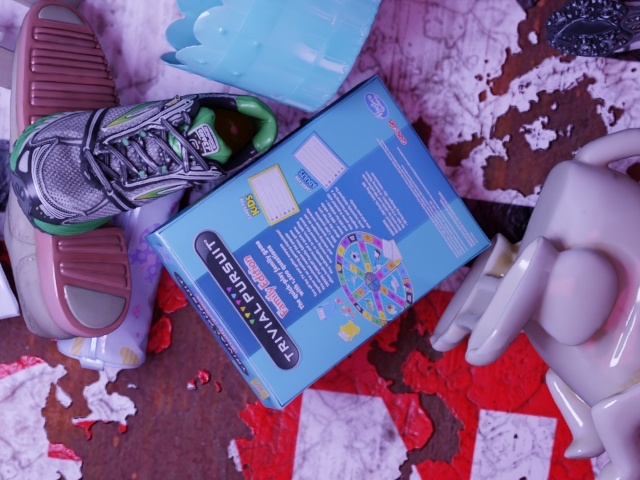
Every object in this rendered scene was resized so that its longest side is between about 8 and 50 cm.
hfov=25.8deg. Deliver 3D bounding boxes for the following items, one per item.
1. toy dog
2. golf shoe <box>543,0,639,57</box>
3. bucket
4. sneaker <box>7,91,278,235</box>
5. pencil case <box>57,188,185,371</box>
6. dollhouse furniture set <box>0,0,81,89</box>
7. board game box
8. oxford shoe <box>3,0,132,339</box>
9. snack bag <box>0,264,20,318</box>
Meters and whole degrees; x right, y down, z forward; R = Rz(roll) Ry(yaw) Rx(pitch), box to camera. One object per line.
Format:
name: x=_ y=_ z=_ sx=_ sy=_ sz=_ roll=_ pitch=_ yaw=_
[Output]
toy dog: x=0.394 y=0.108 z=1.687 sx=0.408 sy=0.284 sz=0.395 roll=33 pitch=78 yaw=-7
golf shoe: x=0.377 y=-0.259 z=1.712 sx=0.198 sy=0.094 sz=0.077 roll=-3 pitch=84 yaw=25
bucket: x=-0.049 y=-0.290 z=1.597 sx=0.183 sy=0.281 sz=0.281 roll=20 pitch=97 yaw=-17
sneaker: x=-0.192 y=-0.105 z=1.540 sx=0.343 sy=0.146 sz=0.134 roll=-26 pitch=98 yaw=-42
pencil case: x=-0.240 y=0.020 z=1.706 sx=0.113 sy=0.124 sz=0.273 roll=13 pitch=98 yaw=-15
dollhouse furniture set: x=-0.458 y=-0.388 z=1.683 sx=0.355 sy=0.174 sz=0.303 roll=32 pitch=95 yaw=19
board game box: x=0.000 y=0.000 z=1.679 sx=0.336 sy=0.079 sz=0.254 roll=-37 pitch=97 yaw=-16
oxford shoe: x=-0.321 y=-0.078 z=1.618 sx=0.140 sy=0.146 sz=0.397 roll=5 pitch=77 yaw=-44
snack bag: x=-0.534 y=-0.038 z=1.664 sx=0.323 sy=0.037 sz=0.342 roll=-14 pitch=101 yaw=29
